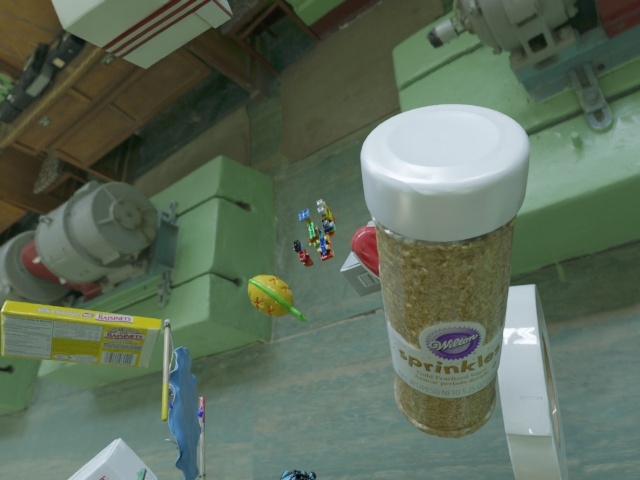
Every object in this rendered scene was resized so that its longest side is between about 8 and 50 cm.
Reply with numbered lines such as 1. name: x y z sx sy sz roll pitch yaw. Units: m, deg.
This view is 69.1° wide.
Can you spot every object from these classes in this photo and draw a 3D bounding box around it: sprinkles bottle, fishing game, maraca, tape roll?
1. sprinkles bottle: 0.119 0.056 0.450 0.121 0.355 0.121 -8 41 7
2. fishing game: -0.196 0.245 0.649 0.041 0.264 0.189 -7 52 -8
3. maraca: -0.114 0.159 1.231 0.099 0.186 0.127 -54 3 -11
4. tape roll: 0.395 0.276 0.866 0.072 0.392 0.391 -9 63 27

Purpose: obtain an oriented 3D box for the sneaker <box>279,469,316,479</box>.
1. sneaker: -0.058 0.564 1.004 0.341 0.125 0.139 124 166 -58

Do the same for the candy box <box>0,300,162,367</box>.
1. candy box: -0.352 0.143 0.688 0.027 0.206 0.105 -105 35 -48

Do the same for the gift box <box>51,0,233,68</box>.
1. gift box: -0.324 -0.485 0.815 0.258 0.276 0.255 -25 91 14

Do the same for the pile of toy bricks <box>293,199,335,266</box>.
1. pile of toy bricks: 0.000 0.000 1.299 0.118 0.105 0.212 -25 43 18

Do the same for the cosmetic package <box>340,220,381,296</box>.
1. cosmetic package: 0.162 0.026 1.212 0.127 0.107 0.238 -25 22 36

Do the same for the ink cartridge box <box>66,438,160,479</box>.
1. ink cartridge box: -0.440 0.616 1.012 0.201 0.278 0.117 -40 5 -7

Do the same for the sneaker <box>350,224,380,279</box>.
1. sneaker: 0.145 0.048 0.639 0.087 0.221 0.128 -61 0 3
